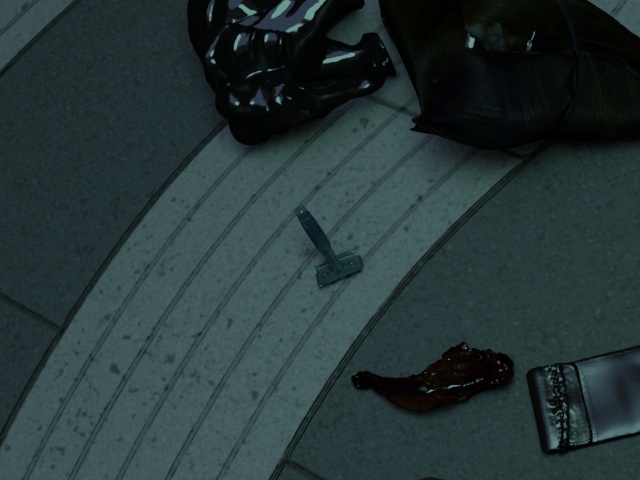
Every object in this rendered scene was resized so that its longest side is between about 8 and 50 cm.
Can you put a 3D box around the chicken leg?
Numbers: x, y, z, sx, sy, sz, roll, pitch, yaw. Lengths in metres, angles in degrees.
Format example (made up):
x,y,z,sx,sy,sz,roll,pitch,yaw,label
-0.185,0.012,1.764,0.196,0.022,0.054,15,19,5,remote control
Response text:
x,y,z,sx,sy,sz,roll,pitch,yaw,label
0.139,0.174,1.463,0.205,0.053,0.093,-12,42,7,chicken leg

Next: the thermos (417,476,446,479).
x,y,z,sx,sy,sz,roll,pitch,yaw,label
0.154,0.341,1.351,0.330,0.109,0.136,7,71,22,thermos

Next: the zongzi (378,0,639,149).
x,y,z,sx,sy,sz,roll,pitch,yaw,label
0.302,-0.271,1.558,0.432,0.208,0.403,3,37,-15,zongzi

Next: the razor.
x,y,z,sx,sy,sz,roll,pitch,yaw,label
0.000,0.000,1.536,0.068,0.135,0.040,-24,44,8,razor

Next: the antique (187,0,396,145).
x,y,z,sx,sy,sz,roll,pitch,yaw,label
-0.058,-0.291,1.658,0.255,0.185,0.322,-28,61,-1,antique

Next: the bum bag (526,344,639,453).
x,y,z,sx,sy,sz,roll,pitch,yaw,label
0.330,0.187,1.401,0.159,0.026,0.109,-16,63,12,bum bag
